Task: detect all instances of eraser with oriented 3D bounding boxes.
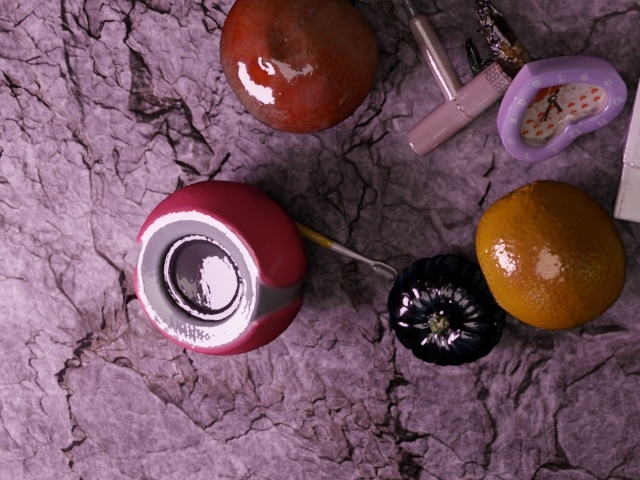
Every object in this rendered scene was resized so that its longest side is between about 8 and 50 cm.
[{"bbox_3d":[0.513,-0.227,1.430,0.096,0.098,0.403,10,108,13],"label":"eraser"}]

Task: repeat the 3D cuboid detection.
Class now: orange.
[{"bbox_3d":[0.349,0.023,1.486,0.236,0.236,0.236,4,107,15],"label":"orange"}]

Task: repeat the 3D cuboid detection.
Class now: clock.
[{"bbox_3d":[0.349,-0.215,1.474,0.198,0.064,0.172,-33,133,22],"label":"clock"}]

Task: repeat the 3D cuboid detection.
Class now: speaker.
[{"bbox_3d":[-0.160,0.037,1.606,0.294,0.294,0.294,4,107,15],"label":"speaker"}]

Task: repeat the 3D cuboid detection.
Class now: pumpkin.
[{"bbox_3d":[0.205,0.116,1.599,0.194,0.150,0.194,30,142,27],"label":"pumpkin"}]

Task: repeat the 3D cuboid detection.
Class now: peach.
[{"bbox_3d":[-0.038,-0.284,1.501,0.252,0.252,0.252,4,107,15],"label":"peach"}]

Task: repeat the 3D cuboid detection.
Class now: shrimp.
[{"bbox_3d":[0.262,-0.302,1.515,0.091,0.034,0.161,-27,98,22],"label":"shrimp"}]

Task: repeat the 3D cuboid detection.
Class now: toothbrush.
[{"bbox_3d":[0.000,0.000,1.681,0.288,0.024,0.021,26,113,8],"label":"toothbrush"}]

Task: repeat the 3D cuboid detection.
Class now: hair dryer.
[{"bbox_3d":[0.164,-0.268,1.524,0.195,0.053,0.220,-39,95,30],"label":"hair dryer"}]
